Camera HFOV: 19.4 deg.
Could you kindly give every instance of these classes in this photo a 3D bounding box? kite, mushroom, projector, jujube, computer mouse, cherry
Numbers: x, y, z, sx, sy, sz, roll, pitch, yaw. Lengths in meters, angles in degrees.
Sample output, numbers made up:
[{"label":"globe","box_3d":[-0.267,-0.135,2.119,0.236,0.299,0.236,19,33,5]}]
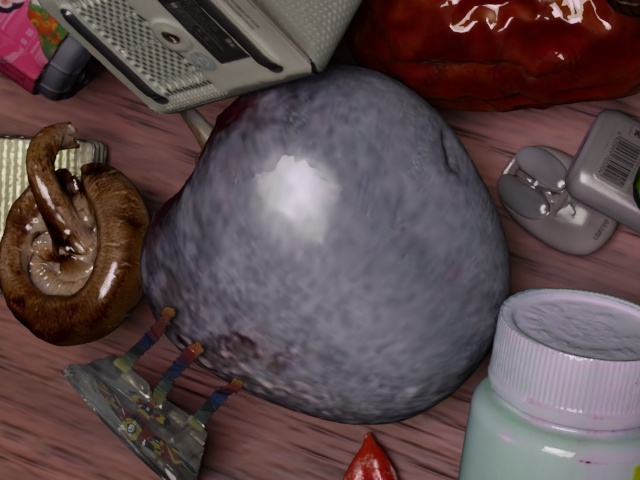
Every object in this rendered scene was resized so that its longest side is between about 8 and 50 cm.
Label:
[{"label":"kite","box_3d":[-0.119,0.115,1.371,0.141,0.245,0.015,42,60,0]},{"label":"mushroom","box_3d":[-0.185,-0.006,1.408,0.135,0.080,0.171,-10,84,25]},{"label":"projector","box_3d":[-0.052,-0.221,1.257,0.177,0.163,0.242,-10,44,46]},{"label":"jujube","box_3d":[0.139,-0.177,1.334,0.250,0.174,0.174,-4,87,21]},{"label":"computer mouse","box_3d":[0.175,-0.030,1.382,0.096,0.039,0.066,38,97,12]},{"label":"cherry","box_3d":[0.000,0.000,1.330,0.296,0.218,0.255,37,118,-3]}]

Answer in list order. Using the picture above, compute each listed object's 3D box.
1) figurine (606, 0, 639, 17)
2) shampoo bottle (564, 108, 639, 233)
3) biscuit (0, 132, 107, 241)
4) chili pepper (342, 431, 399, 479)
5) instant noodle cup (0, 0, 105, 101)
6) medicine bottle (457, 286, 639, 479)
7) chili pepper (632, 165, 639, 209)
[{"label":"figurine","box_3d":[0.244,-0.277,1.241,0.187,0.168,0.315,21,60,-7]},{"label":"shampoo bottle","box_3d":[0.261,-0.029,1.350,0.165,0.040,0.080,29,61,1]},{"label":"biscuit","box_3d":[-0.270,-0.028,1.492,0.199,0.040,0.121,5,93,14]},{"label":"chili pepper","box_3d":[0.036,0.239,1.403,0.059,0.050,0.191,-5,79,30]},{"label":"instant noodle cup","box_3d":[-0.204,-0.222,1.392,0.181,0.258,0.302,40,129,-3]},{"label":"medicine bottle","box_3d":[0.166,0.159,1.298,0.139,0.139,0.225,12,112,14]},{"label":"chili pepper","box_3d":[0.327,-0.099,1.267,0.261,0.165,0.174,-30,95,-16]}]
